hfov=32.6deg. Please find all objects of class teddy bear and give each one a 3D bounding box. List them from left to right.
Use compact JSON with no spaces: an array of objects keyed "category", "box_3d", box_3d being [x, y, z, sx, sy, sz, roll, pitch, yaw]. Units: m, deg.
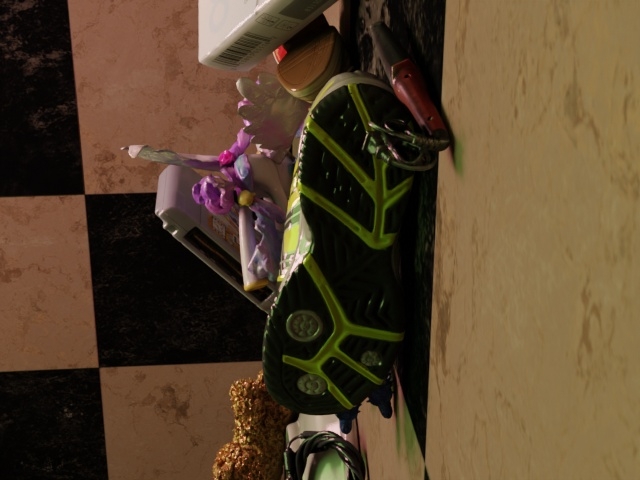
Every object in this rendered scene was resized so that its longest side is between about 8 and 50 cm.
[{"category":"teddy bear","box_3d":[-0.086,0.300,1.888,0.245,0.113,0.338,2,-73,-65]}]

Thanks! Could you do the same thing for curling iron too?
[{"category":"curling iron","box_3d":[0.066,-0.141,0.970,0.274,0.068,0.035,-93,12,-56]}]

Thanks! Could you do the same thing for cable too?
[{"category":"cable","box_3d":[0.002,0.348,1.564,0.184,0.047,0.151,-8,72,53]}]

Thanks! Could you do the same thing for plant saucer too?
[{"category":"plant saucer","box_3d":[-0.002,0.401,1.763,0.400,0.100,0.401,178,90,-85]}]

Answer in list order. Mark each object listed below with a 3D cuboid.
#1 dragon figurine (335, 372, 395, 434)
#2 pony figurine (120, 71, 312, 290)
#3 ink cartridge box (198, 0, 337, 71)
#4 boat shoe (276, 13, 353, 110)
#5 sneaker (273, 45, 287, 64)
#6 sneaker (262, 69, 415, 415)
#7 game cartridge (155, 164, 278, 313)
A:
[{"category":"dragon figurine","box_3d":[0.033,0.074,1.274,0.144,0.085,0.289,178,86,-83]},{"category":"pony figurine","box_3d":[-0.104,-0.107,1.775,0.351,0.302,0.364,0,-108,-68]},{"category":"ink cartridge box","box_3d":[-0.071,-0.472,1.539,0.308,0.091,0.385,-27,63,53]},{"category":"boat shoe","box_3d":[0.002,-0.253,1.580,0.089,0.104,0.285,54,-164,-22]},{"category":"sneaker","box_3d":[-0.062,-0.455,2.244,0.128,0.087,0.221,-108,15,-78]},{"category":"sneaker","box_3d":[0.028,0.009,1.140,0.147,0.145,0.385,-83,5,-65]},{"category":"game cartridge","box_3d":[-0.160,-0.005,1.895,0.297,0.062,0.198,41,-158,-24]}]
